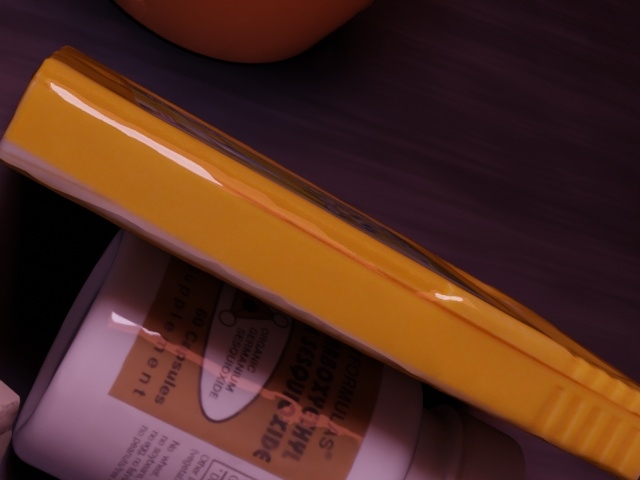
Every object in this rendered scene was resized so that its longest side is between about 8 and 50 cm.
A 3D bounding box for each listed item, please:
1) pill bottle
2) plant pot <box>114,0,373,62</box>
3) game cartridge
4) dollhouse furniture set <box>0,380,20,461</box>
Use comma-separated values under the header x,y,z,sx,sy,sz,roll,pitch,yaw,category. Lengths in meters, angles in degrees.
x,y,z,sx,sy,sz,roll,pitch,yaw,category
-0.021,0.094,0.675,0.229,0.131,0.131,28,47,-12,pill bottle
-0.036,-0.252,0.872,0.291,0.203,0.291,17,50,-22,plant pot
0.000,0.000,0.693,0.324,0.052,0.285,27,4,-13,game cartridge
-0.275,0.143,0.238,0.362,0.256,0.394,35,30,16,dollhouse furniture set
